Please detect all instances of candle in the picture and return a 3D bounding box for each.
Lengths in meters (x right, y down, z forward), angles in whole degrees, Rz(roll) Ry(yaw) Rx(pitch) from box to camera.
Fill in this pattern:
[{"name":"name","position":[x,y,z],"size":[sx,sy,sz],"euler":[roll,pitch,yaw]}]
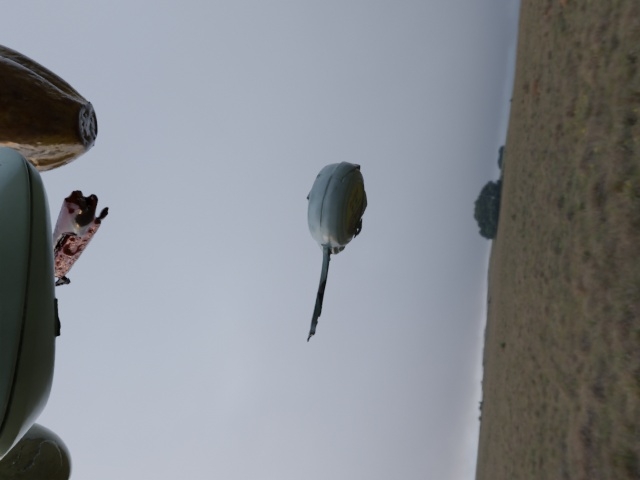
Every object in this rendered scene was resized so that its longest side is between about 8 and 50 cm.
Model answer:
[{"name":"candle","position":[-0.503,0.011,0.870],"size":[0.084,0.301,0.059],"euler":[11,-135,-45]}]

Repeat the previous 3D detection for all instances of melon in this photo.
[{"name":"melon","position":[-0.827,0.623,1.167],"size":[0.268,0.330,0.268],"euler":[-164,90,-83]}]

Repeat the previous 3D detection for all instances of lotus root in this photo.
[{"name":"lotus root","position":[-0.454,-0.205,0.684],"size":[0.199,0.180,0.188],"euler":[121,152,-61]}]

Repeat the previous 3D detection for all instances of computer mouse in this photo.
[{"name":"computer mouse","position":[-0.325,0.056,0.387],"size":[0.097,0.159,0.288],"euler":[8,-104,-71]}]

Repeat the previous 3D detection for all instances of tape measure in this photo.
[{"name":"tape measure","position":[-0.001,0.001,0.730],"size":[0.164,0.084,0.330],"euler":[73,-146,-42]}]
